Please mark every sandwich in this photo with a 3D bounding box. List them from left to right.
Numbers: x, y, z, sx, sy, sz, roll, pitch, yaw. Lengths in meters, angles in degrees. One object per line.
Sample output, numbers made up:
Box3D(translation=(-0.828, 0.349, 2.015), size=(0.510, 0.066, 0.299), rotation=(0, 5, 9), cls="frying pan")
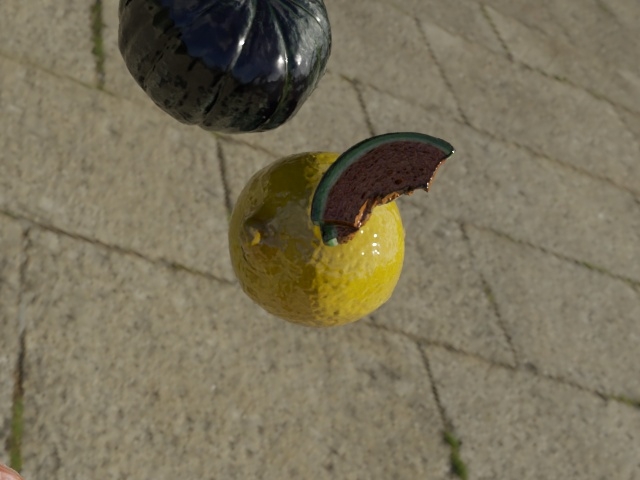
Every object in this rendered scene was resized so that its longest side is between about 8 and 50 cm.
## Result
Box3D(translation=(0.049, -0.052, 0.975), size=(0.067, 0.135, 0.029), rotation=(62, 2, 20), cls="sandwich")

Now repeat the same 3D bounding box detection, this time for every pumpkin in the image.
Box3D(translation=(-0.092, -0.207, 1.143), size=(0.220, 0.162, 0.221), rotation=(15, 54, -22), cls="pumpkin")

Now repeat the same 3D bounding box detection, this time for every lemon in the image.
Box3D(translation=(0.000, 0.000, 1.202), size=(0.244, 0.187, 0.187), rotation=(-3, 45, -53), cls="lemon")

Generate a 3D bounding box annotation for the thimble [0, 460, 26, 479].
Box3D(translation=(-0.545, 0.437, 1.746), size=(0.239, 0.239, 0.162), rotation=(14, -2, -31), cls="thimble")
